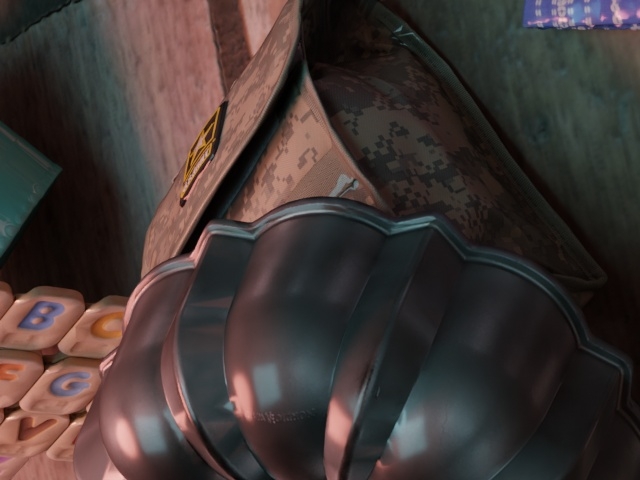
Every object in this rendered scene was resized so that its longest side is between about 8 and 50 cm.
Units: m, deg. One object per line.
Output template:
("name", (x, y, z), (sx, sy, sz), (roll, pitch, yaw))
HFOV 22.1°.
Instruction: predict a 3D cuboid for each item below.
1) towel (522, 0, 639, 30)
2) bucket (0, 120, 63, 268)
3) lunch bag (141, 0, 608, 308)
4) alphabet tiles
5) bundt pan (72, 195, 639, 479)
("towel", (0.239, -0.232, 0.853), (0.336, 0.040, 0.243), (5, 97, 45))
("bucket", (-0.344, -0.006, 1.292), (0.183, 0.281, 0.281), (34, 126, -8))
("lunch bag", (0.000, 0.000, 1.035), (0.235, 0.169, 0.287), (-56, 52, 32))
("alphabet tiles", (-0.257, 0.120, 1.225), (0.278, 0.284, 0.021), (-46, 48, 37))
("bundt pan", (0.012, 0.148, 0.876), (0.331, 0.124, 0.331), (8, 119, 14))
